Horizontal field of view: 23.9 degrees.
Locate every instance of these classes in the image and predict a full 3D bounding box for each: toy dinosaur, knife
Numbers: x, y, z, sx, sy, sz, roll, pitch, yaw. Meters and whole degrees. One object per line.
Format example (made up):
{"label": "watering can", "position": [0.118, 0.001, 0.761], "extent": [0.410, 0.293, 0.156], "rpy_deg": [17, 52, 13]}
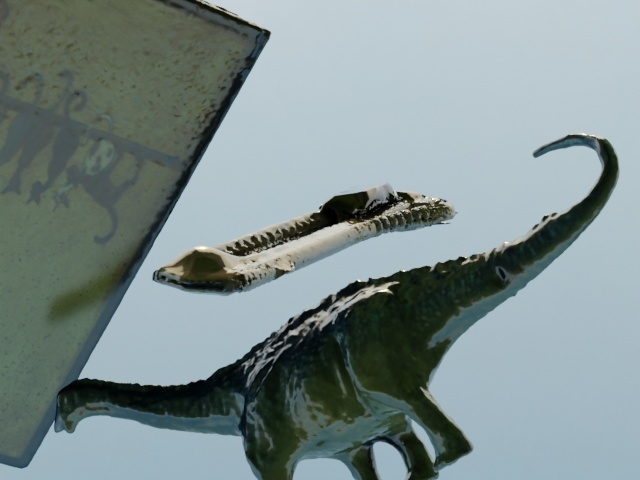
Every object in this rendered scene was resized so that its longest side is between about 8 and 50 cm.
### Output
{"label": "toy dinosaur", "position": [0.017, 0.078, 0.818], "extent": [0.363, 0.076, 0.147], "rpy_deg": [-28, -99, 20]}
{"label": "knife", "position": [-0.001, -0.006, 1.058], "extent": [0.089, 0.043, 0.365], "rpy_deg": [-5, -174, 27]}

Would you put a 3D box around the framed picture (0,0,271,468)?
{"label": "framed picture", "position": [-0.216, -0.025, 0.852], "extent": [0.255, 0.338, 0.014], "rpy_deg": [21, -154, -24]}
